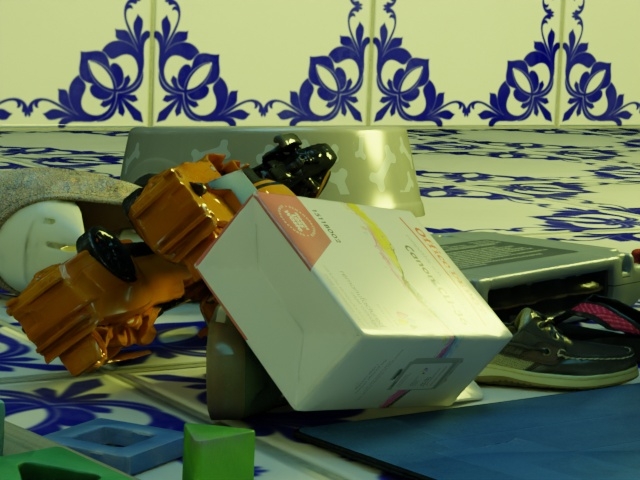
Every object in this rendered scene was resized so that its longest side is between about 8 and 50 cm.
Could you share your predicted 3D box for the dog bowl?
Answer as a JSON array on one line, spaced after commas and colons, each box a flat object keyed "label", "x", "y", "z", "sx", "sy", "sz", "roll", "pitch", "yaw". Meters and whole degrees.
[{"label": "dog bowl", "x": -0.057, "y": -0.076, "z": 1.924, "sx": 0.348, "sy": 0.102, "sz": 0.349, "roll": -1, "pitch": 4, "yaw": 0}]

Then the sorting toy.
[{"label": "sorting toy", "x": -0.180, "y": 0.106, "z": 0.809, "sx": 0.196, "sy": 0.047, "sz": 0.347, "roll": 9, "pitch": 11, "yaw": 43}]

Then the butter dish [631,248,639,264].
[{"label": "butter dish", "x": 0.376, "y": -0.019, "z": 1.640, "sx": 0.160, "sy": 0.118, "sz": 0.160, "roll": 3, "pitch": 7, "yaw": 8}]

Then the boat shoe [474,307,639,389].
[{"label": "boat shoe", "x": 0.136, "y": 0.070, "z": 1.158, "sx": 0.152, "sy": 0.049, "sz": 0.056, "roll": 2, "pitch": 7, "yaw": -2}]

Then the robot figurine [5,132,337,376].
[{"label": "robot figurine", "x": -0.085, "y": 0.014, "z": 1.179, "sx": 0.211, "sy": 0.085, "sz": 0.291, "roll": -38, "pitch": -9, "yaw": 16}]

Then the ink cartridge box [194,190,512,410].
[{"label": "ink cartridge box", "x": 0.033, "y": 0.038, "z": 1.044, "sx": 0.198, "sy": 0.067, "sz": 0.115, "roll": 5, "pitch": 41, "yaw": -54}]

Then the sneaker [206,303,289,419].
[{"label": "sneaker", "x": -0.019, "y": 0.067, "z": 1.071, "sx": 0.086, "sy": 0.064, "sz": 0.192, "roll": -1, "pitch": 5, "yaw": 4}]

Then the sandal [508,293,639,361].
[{"label": "sandal", "x": 0.223, "y": 0.063, "z": 1.266, "sx": 0.179, "sy": 0.040, "sz": 0.067, "roll": 7, "pitch": 9, "yaw": 31}]

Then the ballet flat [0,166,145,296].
[{"label": "ballet flat", "x": -0.164, "y": 0.003, "z": 1.404, "sx": 0.316, "sy": 0.108, "sz": 0.106, "roll": 0, "pitch": 21, "yaw": -11}]

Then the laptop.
[{"label": "laptop", "x": 0.256, "y": 0.021, "z": 0.913, "sx": 0.382, "sy": 0.408, "sz": 0.236, "roll": -4, "pitch": 43, "yaw": -35}]

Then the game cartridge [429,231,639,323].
[{"label": "game cartridge", "x": 0.107, "y": 0.034, "z": 1.422, "sx": 0.198, "sy": 0.062, "sz": 0.297, "roll": 3, "pitch": 6, "yaw": 40}]
